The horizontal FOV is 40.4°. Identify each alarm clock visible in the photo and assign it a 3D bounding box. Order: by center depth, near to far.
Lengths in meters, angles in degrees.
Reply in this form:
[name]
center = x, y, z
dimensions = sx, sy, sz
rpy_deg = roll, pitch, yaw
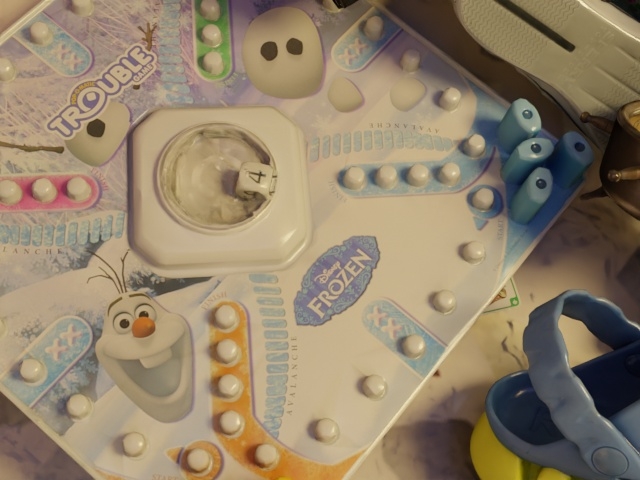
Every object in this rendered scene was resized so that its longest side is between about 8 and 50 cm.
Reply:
[alarm clock]
center = 0.265, -0.038, 0.552
dimensions = 0.191, 0.129, 0.064
rpy_deg = 8, 118, 3

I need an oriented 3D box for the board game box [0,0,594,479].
[board game box]
center = -0.069, -0.043, 0.588
dimensions = 0.390, 0.050, 0.390
rpy_deg = 40, 72, 9

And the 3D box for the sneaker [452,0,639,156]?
[sneaker]
center = 0.202, -0.133, 0.630
dimensions = 0.258, 0.091, 0.094
rpy_deg = 35, 118, -19

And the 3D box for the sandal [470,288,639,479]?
[sandal]
center = 0.237, 0.106, 0.504
dimensions = 0.317, 0.126, 0.138
rpy_deg = 3, 122, 23

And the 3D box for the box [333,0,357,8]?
[box]
center = 0.049, -0.353, 0.609
dimensions = 0.257, 0.079, 0.322
rpy_deg = -30, 65, 9

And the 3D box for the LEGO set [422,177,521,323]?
[LEGO set]
center = 0.000, 0.000, 0.637
dimensions = 0.244, 0.060, 0.183
rpy_deg = -14, 70, -9

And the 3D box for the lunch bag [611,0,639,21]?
[lunch bag]
center = 0.334, -0.172, 0.585
dimensions = 0.160, 0.223, 0.262
rpy_deg = -31, 83, -9
